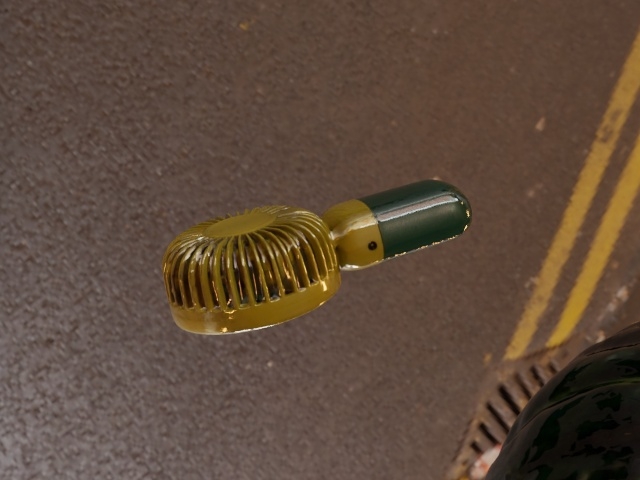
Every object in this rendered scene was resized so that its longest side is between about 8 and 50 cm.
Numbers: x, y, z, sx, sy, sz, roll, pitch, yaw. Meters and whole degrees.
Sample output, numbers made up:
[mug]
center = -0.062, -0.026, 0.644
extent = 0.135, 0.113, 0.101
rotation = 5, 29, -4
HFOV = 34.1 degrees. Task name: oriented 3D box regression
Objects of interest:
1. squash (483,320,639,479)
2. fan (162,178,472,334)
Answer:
[squash]
center = 0.159, 0.133, 0.403
extent = 0.172, 0.218, 0.218
rotation = -24, 157, 34
[fan]
center = 0.000, 0.000, 0.499
extent = 0.155, 0.082, 0.039
rotation = -17, 107, -17
